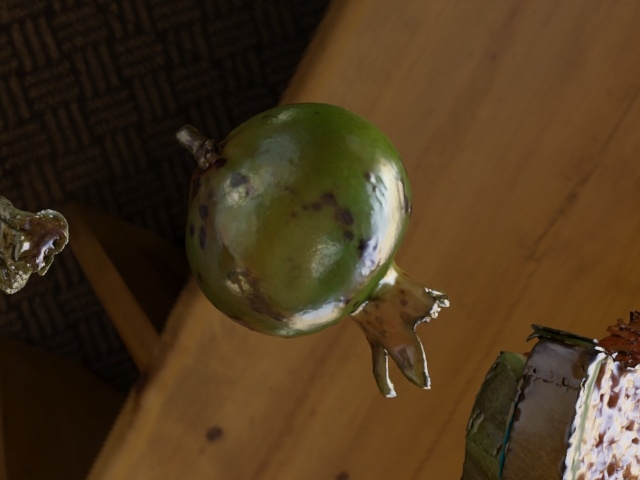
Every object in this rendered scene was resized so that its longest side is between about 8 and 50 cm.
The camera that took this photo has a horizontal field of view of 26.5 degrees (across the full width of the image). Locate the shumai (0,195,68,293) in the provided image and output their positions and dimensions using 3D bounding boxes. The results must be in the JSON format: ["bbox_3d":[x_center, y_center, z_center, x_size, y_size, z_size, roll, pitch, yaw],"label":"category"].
[{"bbox_3d":[-0.244,-0.003,1.129,0.080,0.082,0.083,-13,80,14],"label":"shumai"}]

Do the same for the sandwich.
[{"bbox_3d":[0.141,0.116,0.761,0.159,0.079,0.235,-50,142,-15],"label":"sandwich"}]

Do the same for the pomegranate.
[{"bbox_3d":[-0.001,0.007,0.901,0.156,0.156,0.220,-36,125,-2],"label":"pomegranate"}]
